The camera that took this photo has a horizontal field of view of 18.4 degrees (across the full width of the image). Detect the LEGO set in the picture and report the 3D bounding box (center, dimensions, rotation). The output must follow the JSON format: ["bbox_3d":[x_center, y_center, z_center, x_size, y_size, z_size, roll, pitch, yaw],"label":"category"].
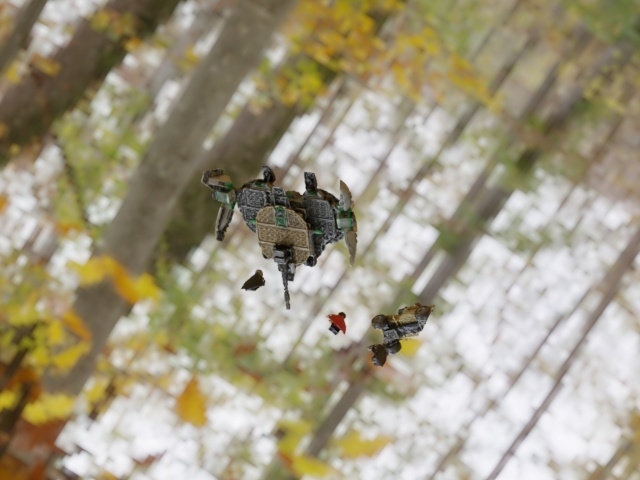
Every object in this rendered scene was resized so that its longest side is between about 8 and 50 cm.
[{"bbox_3d":[-0.001,0.002,0.613,0.083,0.054,0.023,53,-142,-18],"label":"LEGO set"}]
